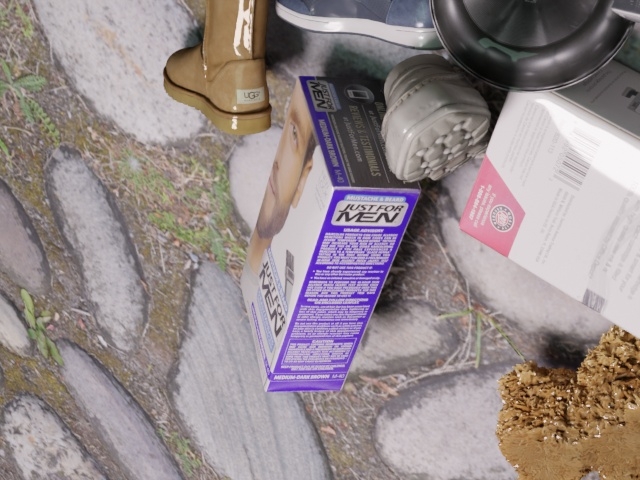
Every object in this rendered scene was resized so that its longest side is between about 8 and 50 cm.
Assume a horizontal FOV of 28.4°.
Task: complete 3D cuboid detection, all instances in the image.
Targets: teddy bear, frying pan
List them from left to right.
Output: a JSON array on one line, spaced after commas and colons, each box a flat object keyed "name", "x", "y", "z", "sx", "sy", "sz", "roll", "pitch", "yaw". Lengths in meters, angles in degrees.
[{"name": "frying pan", "x": 0.245, "y": -0.196, "z": 1.149, "sx": 0.326, "sy": 0.053, "sz": 0.197, "roll": 38, "pitch": 95, "yaw": 14}, {"name": "teddy bear", "x": 0.361, "y": 0.190, "z": 1.380, "sx": 0.338, "sy": 0.113, "sz": 0.245, "roll": -32, "pitch": 104, "yaw": 39}]

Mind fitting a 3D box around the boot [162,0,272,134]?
[{"name": "boot", "x": -0.107, "y": -0.278, "z": 1.409, "sx": 0.236, "sy": 0.089, "sz": 0.269, "roll": 36, "pitch": 130, "yaw": 52}]

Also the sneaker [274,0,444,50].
[{"name": "sneaker", "x": 0.042, "y": -0.292, "z": 1.295, "sx": 0.226, "sy": 0.086, "sz": 0.163, "roll": 15, "pitch": 123, "yaw": 35}]

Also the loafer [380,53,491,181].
[{"name": "loafer", "x": 0.101, "y": -0.124, "z": 1.226, "sx": 0.112, "sy": 0.319, "sz": 0.111, "roll": -34, "pitch": 85, "yaw": 6}]

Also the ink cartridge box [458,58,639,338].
[{"name": "ink cartridge box", "x": 0.303, "y": -0.037, "z": 1.240, "sx": 0.283, "sy": 0.117, "sz": 0.207, "roll": 32, "pitch": 134, "yaw": 17}]

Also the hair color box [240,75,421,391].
[{"name": "hair color box", "x": 0.000, "y": 0.000, "z": 1.450, "sx": 0.185, "sy": 0.110, "sz": 0.339, "roll": -107, "pitch": 27, "yaw": -42}]
